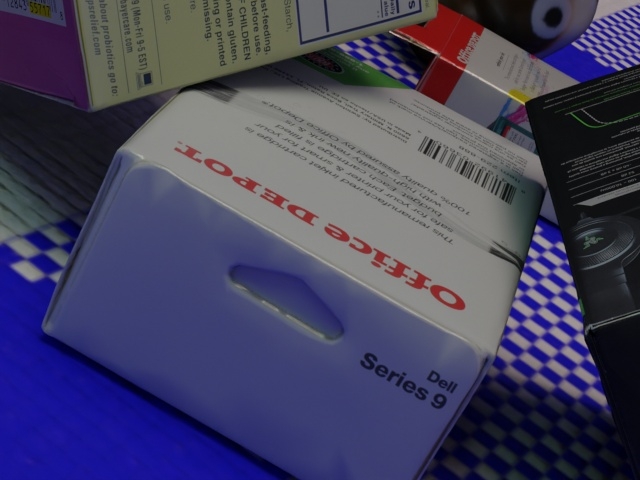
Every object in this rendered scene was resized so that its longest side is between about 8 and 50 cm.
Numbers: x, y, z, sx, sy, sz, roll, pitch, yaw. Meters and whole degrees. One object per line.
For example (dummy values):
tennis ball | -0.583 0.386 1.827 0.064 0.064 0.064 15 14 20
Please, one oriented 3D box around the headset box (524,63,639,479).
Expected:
headset box | 0.219 0.064 0.884 0.283 0.131 0.246 -91 161 -61

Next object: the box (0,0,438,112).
box | -0.093 -0.174 0.960 0.243 0.117 0.213 -19 24 -33

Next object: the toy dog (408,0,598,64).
toy dog | 0.109 -0.344 1.488 0.284 0.395 0.408 -13 70 -54

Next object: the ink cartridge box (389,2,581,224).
ink cartridge box | 0.145 -0.103 1.327 0.231 0.078 0.134 30 24 0

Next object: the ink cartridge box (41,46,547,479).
ink cartridge box | 0.000 0.000 0.926 0.211 0.121 0.289 29 25 2
